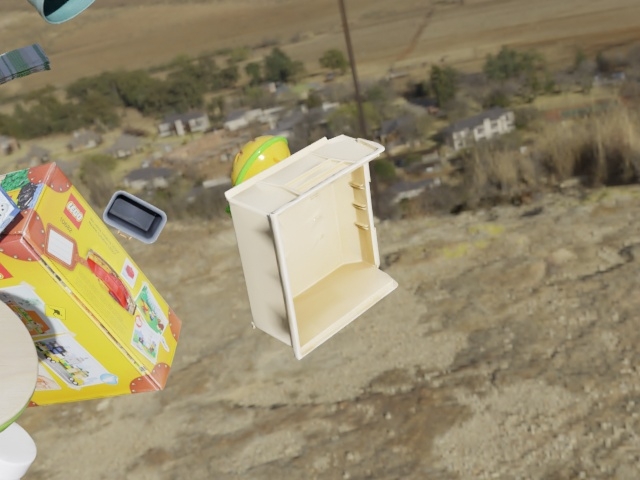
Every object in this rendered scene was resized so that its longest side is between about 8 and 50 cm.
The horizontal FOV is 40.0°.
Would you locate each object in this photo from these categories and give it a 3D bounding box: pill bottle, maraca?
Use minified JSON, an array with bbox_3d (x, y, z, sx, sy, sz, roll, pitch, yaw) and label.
[{"bbox_3d":[-0.647,0.458,1.583,0.283,0.161,0.161,-53,20,10],"label":"pill bottle"},{"bbox_3d":[-0.117,-0.116,1.618,0.099,0.185,0.127,42,36,18],"label":"maraca"}]

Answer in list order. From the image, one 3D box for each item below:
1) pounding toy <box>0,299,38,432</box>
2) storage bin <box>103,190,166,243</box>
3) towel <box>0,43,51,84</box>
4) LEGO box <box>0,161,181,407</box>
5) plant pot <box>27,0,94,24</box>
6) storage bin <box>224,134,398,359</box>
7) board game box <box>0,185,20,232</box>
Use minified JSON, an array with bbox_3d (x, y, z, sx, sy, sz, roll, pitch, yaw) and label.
[{"bbox_3d":[-0.374,0.114,0.753,0.237,0.110,0.183,28,30,-14],"label":"pounding toy"},{"bbox_3d":[-0.441,-0.055,2.070,0.135,0.098,0.091,29,1,-17],"label":"storage bin"},{"bbox_3d":[-0.636,-0.354,1.802,0.152,0.023,0.113,-24,41,-16],"label":"towel"},{"bbox_3d":[-0.573,0.114,1.775,0.373,0.500,0.193,-10,45,19],"label":"LEGO box"},{"bbox_3d":[-0.548,-0.628,1.831,0.293,0.196,0.293,-49,1,1],"label":"plant pot"},{"bbox_3d":[0.000,0.000,1.403,0.123,0.262,0.260,22,43,41],"label":"storage bin"},{"bbox_3d":[-0.542,-0.049,1.421,0.090,0.090,0.020,-46,-18,8],"label":"board game box"}]
